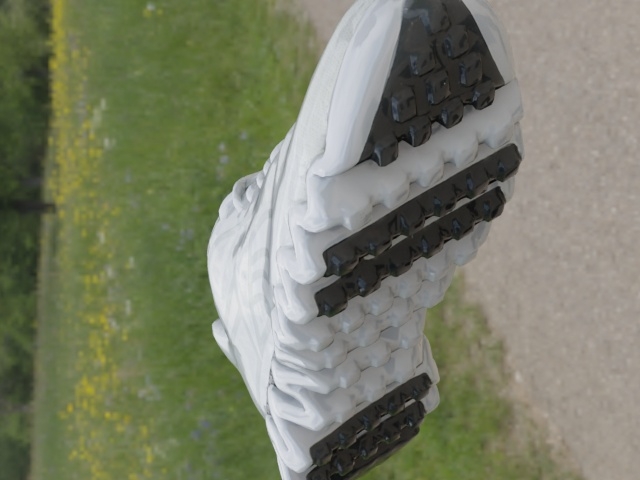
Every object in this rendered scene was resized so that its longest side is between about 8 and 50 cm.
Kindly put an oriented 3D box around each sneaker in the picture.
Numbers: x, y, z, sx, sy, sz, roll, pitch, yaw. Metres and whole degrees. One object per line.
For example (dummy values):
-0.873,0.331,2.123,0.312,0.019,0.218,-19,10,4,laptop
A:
0.000,0.000,0.497,0.118,0.110,0.292,50,149,27,sneaker
